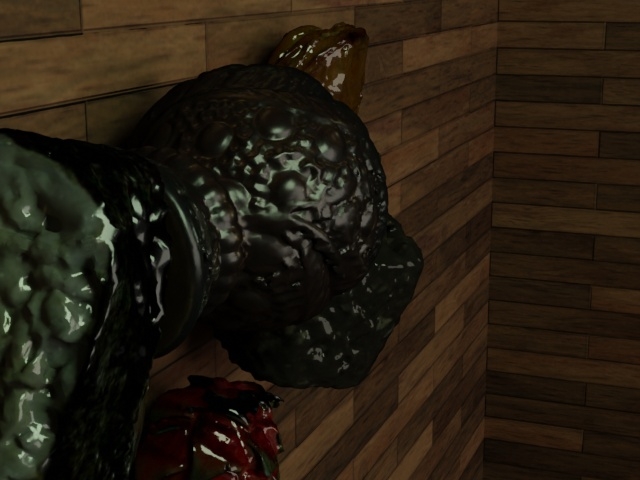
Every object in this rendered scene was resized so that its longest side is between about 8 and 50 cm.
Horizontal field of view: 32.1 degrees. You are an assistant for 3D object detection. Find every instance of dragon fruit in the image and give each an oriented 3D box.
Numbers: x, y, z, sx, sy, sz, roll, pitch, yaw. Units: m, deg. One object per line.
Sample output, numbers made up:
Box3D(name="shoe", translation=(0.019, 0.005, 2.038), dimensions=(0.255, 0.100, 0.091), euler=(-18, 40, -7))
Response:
Box3D(name="dragon fruit", translation=(-0.122, 0.235, 1.163), dimensions=(0.182, 0.182, 0.188), euler=(53, 28, -60))

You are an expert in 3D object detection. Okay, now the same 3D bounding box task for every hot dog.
Box3D(name="hot dog", translation=(-0.012, -0.143, 1.427), dimensions=(0.196, 0.122, 0.272), euler=(-43, 144, -58))

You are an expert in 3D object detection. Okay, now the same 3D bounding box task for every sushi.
Box3D(name="sushi", translation=(-0.227, 0.093, 0.811), dimensions=(0.171, 0.211, 0.350), euler=(17, 85, -73))

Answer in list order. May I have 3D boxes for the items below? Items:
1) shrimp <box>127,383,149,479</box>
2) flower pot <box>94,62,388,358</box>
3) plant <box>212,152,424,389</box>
Box3D(name="shrimp", translation=(-0.223, 0.166, 1.043), dimensions=(0.173, 0.058, 0.253), euler=(41, 53, -55))
Box3D(name="flower pot", translation=(-0.109, -0.021, 1.033), dimensions=(0.267, 0.267, 0.266), euler=(-26, 119, -55))
Box3D(name="plant", translation=(0.000, 0.000, 1.286), dimensions=(0.213, 0.215, 0.312), euler=(8, 105, -31))
